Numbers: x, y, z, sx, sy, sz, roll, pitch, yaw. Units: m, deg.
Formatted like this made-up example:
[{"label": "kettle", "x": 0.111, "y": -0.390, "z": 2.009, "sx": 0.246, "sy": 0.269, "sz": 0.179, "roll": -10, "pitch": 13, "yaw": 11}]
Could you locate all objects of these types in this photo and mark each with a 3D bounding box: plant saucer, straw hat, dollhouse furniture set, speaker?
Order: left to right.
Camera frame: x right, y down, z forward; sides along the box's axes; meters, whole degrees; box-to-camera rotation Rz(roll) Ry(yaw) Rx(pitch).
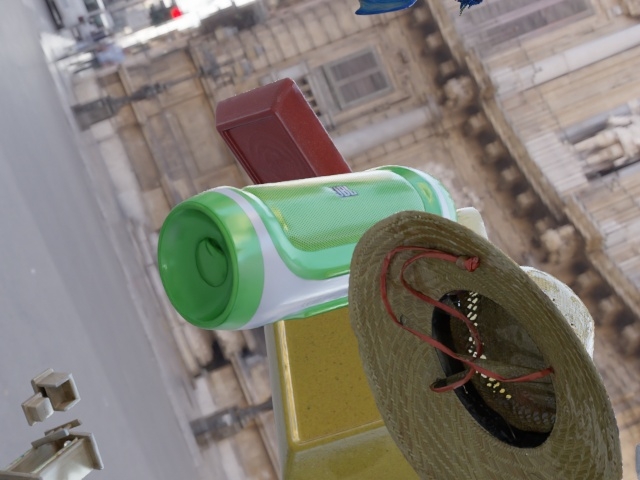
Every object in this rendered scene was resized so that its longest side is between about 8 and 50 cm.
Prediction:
[{"label": "dollhouse furniture set", "x": -0.410, "y": 0.284, "z": 1.154, "sx": 0.182, "sy": 0.101, "sz": 0.160, "roll": -38, "pitch": 119, "yaw": -55}, {"label": "plant saucer", "x": -0.061, "y": -0.133, "z": 1.442, "sx": 0.258, "sy": 0.048, "sz": 0.259, "roll": -2, "pitch": -53, "yaw": 57}, {"label": "speaker", "x": 0.000, "y": 0.000, "z": 0.804, "sx": 0.131, "sy": 0.297, "sz": 0.131, "roll": 11, "pitch": -74, "yaw": 43}, {"label": "plant saucer", "x": 0.066, "y": 0.131, "z": 1.059, "sx": 0.081, "sy": 0.333, "sz": 0.332, "roll": 44, "pitch": 31, "yaw": -52}, {"label": "straw hat", "x": 0.079, "y": 0.046, "z": 0.348, "sx": 0.144, "sy": 0.061, "sz": 0.144, "roll": 32, "pitch": -46, "yaw": 40}]

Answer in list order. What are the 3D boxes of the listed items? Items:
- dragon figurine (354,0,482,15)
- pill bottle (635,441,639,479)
[{"label": "dragon figurine", "x": 0.074, "y": -0.324, "z": 1.034, "sx": 0.085, "sy": 0.289, "sz": 0.144, "roll": -87, "pitch": 161, "yaw": -55}, {"label": "pill bottle", "x": 0.221, "y": 0.195, "z": 0.497, "sx": 0.086, "sy": 0.086, "sz": 0.152, "roll": 79, "pitch": 17, "yaw": -59}]
